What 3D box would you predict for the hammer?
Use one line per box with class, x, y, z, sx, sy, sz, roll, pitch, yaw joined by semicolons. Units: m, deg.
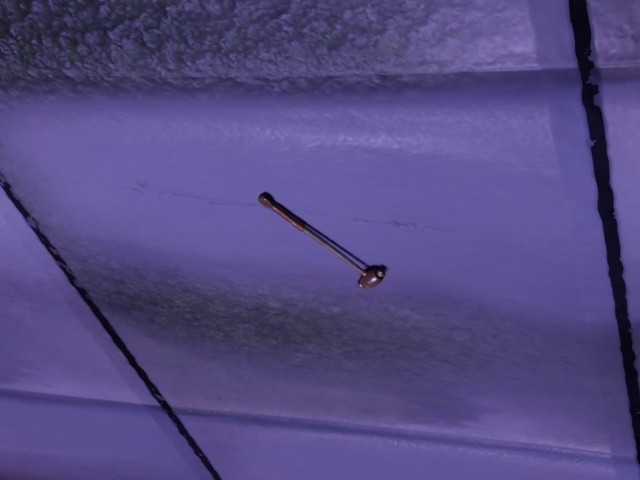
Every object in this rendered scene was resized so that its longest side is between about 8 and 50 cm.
hammer;0.000;0.000;0.929;0.123;0.014;0.029;37;134;-21
